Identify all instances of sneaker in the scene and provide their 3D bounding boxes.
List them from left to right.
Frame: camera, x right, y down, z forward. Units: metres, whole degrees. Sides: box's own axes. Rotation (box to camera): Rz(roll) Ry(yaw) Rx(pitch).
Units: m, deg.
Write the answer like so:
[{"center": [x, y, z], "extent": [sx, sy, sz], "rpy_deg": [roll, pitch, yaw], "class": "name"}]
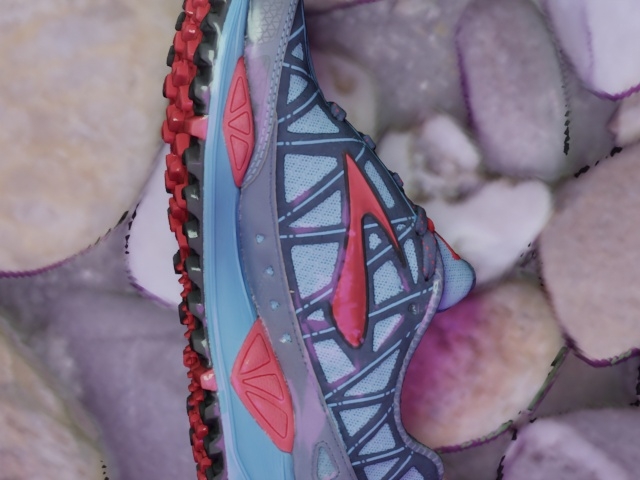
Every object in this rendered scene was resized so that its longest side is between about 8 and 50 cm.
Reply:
[{"center": [0.000, 0.000, 0.746], "extent": [0.125, 0.104, 0.262], "rpy_deg": [-6, 104, -12], "class": "sneaker"}]
